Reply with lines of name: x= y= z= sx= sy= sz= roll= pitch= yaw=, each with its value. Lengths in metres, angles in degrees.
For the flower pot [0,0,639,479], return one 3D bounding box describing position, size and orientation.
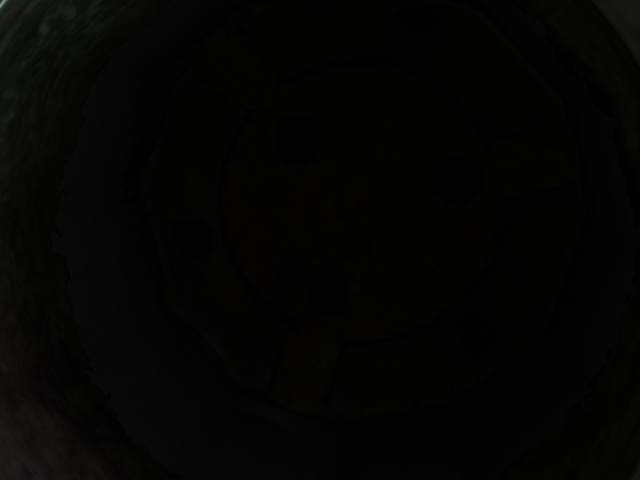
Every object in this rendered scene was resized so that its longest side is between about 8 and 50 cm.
flower pot: x=0.000 y=0.000 z=0.647 sx=0.290 sy=0.290 sz=0.259 roll=-42 pitch=-178 yaw=7
